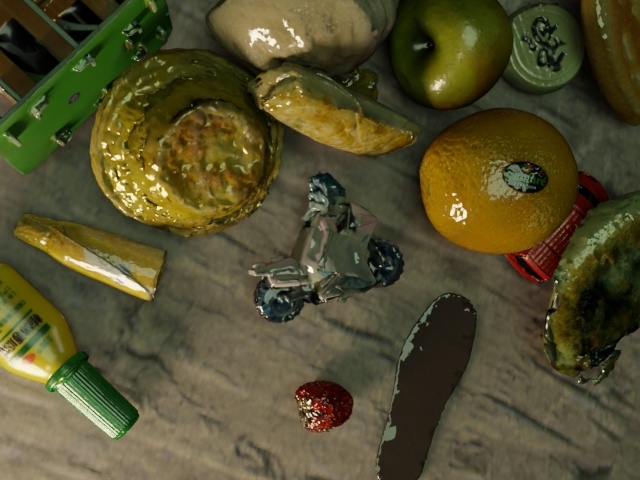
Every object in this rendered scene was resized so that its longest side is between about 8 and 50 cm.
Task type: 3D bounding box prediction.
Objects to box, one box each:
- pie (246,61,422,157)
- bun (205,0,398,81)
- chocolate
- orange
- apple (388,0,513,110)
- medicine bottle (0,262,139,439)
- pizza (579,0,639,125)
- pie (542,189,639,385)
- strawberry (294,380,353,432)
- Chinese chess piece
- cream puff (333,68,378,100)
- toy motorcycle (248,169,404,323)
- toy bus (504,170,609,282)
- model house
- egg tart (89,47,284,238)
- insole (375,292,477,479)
[{"bbox_3d":[0.027,-0.173,1.262,0.282,0.129,0.068,16,65,-43],"label":"pie"},{"bbox_3d":[-0.006,-0.328,1.241,0.205,0.281,0.281,43,83,-16],"label":"bun"},{"bbox_3d":[-0.333,0.018,1.274,0.219,0.085,0.085,20,87,-6],"label":"chocolate"},{"bbox_3d":[0.265,-0.088,1.315,0.236,0.236,0.236,0,90,-11],"label":"orange"},{"bbox_3d":[0.195,-0.294,1.317,0.157,0.196,0.196,-18,95,-46],"label":"apple"},{"bbox_3d":[-0.385,0.165,1.261,0.309,0.076,0.111,45,90,-9],"label":"medicine bottle"},{"bbox_3d":[0.479,-0.340,1.406,0.228,0.081,0.289,-47,122,-30],"label":"pizza"},{"bbox_3d":[0.497,0.058,1.383,0.371,0.078,0.296,-26,119,-12],"label":"pie"},{"bbox_3d":[0.008,0.249,1.338,0.096,0.083,0.083,-1,91,-45],"label":"strawberry"},{"bbox_3d":[0.350,-0.305,1.408,0.144,0.058,0.144,0,90,-11],"label":"Chinese chess piece"},{"bbox_3d":[0.048,-0.238,1.354,0.083,0.083,0.058,-14,52,1],"label":"cream puff"},{"bbox_3d":[-0.003,0.000,1.322,0.239,0.108,0.204,-21,100,-35],"label":"toy motorcycle"},{"bbox_3d":[0.384,-0.025,1.400,0.081,0.089,0.195,45,82,-8],"label":"toy bus"},{"bbox_3d":[-0.414,-0.318,1.124,0.324,0.340,0.300,42,81,3],"label":"model house"},{"bbox_3d":[-0.171,-0.129,1.237,0.294,0.123,0.293,-10,112,-25],"label":"egg tart"},{"bbox_3d":[0.163,0.238,1.402,0.111,0.007,0.327,20,86,-9],"label":"insole"}]
